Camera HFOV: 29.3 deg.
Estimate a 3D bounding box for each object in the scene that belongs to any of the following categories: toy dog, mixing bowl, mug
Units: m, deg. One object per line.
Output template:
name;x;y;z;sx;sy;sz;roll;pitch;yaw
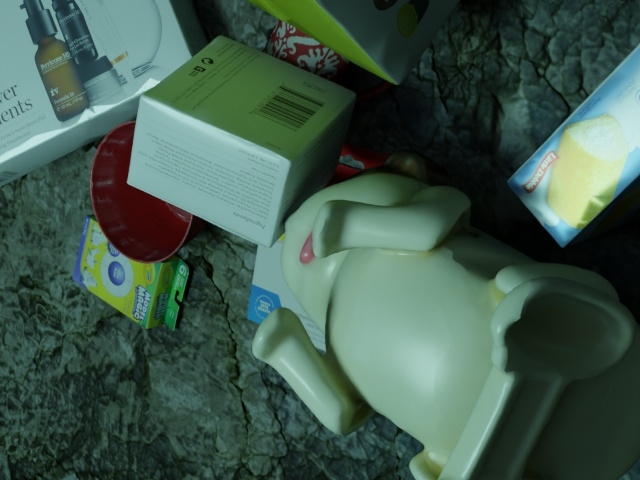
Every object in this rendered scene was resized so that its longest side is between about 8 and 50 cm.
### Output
toy dog;0.126;0.061;1.208;0.408;0.395;0.284;41;125;44
mixing bowl;-0.199;-0.067;1.573;0.181;0.098;0.181;8;103;36
mug;0.002;-0.209;1.395;0.150;0.113;0.169;50;126;21

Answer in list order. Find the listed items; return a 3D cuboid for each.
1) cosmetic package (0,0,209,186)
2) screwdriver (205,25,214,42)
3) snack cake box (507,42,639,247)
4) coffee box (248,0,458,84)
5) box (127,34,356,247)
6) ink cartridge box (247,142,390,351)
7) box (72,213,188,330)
cosmetic package;-0.351;-0.266;1.582;0.377;0.097;0.284;-24;81;16
screwdriver;-0.110;-0.198;1.541;0.024;0.025;0.170;-34;68;36
snack cake box;0.317;-0.118;1.147;0.089;0.152;0.264;52;124;17
coffee box;-0.012;-0.408;1.165;0.338;0.337;0.334;35;92;27
box;-0.083;-0.111;1.325;0.182;0.181;0.119;24;127;12
ink cartridge box;0.000;0.000;1.449;0.134;0.078;0.231;19;108;33
box;-0.259;0.046;1.674;0.179;0.043;0.105;28;114;29
